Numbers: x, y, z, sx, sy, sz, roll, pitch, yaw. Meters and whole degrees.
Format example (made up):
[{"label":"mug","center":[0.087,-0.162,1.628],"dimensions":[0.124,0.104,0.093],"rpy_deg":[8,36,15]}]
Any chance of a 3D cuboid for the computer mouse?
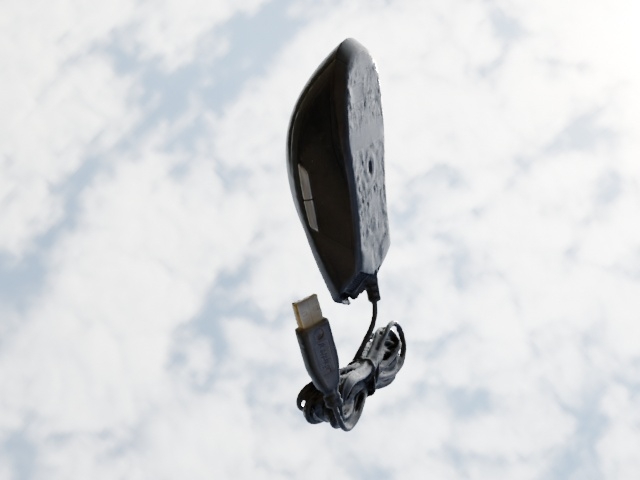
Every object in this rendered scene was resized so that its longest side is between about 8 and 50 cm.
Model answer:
[{"label":"computer mouse","center":[0.000,0.000,1.078],"dimensions":[0.060,0.262,0.184],"rpy_deg":[-1,-162,19]}]
